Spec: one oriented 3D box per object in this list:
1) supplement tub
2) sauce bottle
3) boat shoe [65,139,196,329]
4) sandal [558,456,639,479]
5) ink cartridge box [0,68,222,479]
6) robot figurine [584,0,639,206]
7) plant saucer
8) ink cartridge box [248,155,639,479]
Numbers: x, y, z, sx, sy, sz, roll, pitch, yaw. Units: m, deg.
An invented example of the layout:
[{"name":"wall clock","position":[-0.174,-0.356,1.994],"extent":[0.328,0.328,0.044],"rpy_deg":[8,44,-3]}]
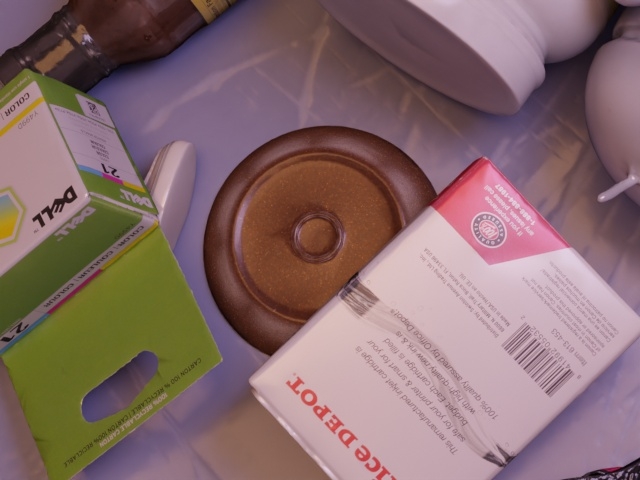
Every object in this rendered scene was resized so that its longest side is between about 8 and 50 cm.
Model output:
[{"name":"supplement tub","position":[0.153,-0.281,1.087],"extent":[0.235,0.235,0.325],"rpy_deg":[33,85,15]},{"name":"sauce bottle","position":[-0.116,-0.227,1.186],"extent":[0.344,0.111,0.111],"rpy_deg":[-38,75,-1]},{"name":"boat shoe","position":[-0.153,0.002,1.172],"extent":[0.063,0.066,0.184],"rpy_deg":[19,91,12]},{"name":"sandal","position":[0.220,0.195,1.080],"extent":[0.179,0.040,0.067],"rpy_deg":[-21,80,-10]},{"name":"ink cartridge box","position":[-0.211,0.030,1.108],"extent":[0.189,0.097,0.255],"rpy_deg":[-38,62,17]},{"name":"robot figurine","position":[0.322,-0.145,1.036],"extent":[0.300,0.200,0.353],"rpy_deg":[35,86,-26]},{"name":"plant saucer","position":[0.000,0.000,1.156],"extent":[0.199,0.036,0.198],"rpy_deg":[-2,78,9]},{"name":"ink cartridge box","position":[0.089,0.083,1.071],"extent":[0.237,0.100,0.172],"rpy_deg":[-44,89,-2]}]
